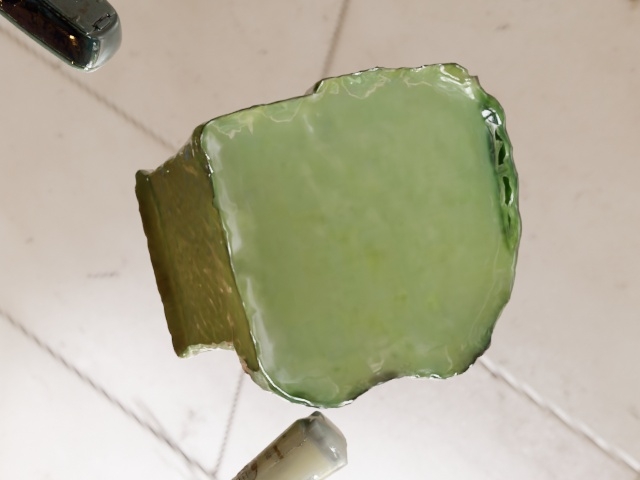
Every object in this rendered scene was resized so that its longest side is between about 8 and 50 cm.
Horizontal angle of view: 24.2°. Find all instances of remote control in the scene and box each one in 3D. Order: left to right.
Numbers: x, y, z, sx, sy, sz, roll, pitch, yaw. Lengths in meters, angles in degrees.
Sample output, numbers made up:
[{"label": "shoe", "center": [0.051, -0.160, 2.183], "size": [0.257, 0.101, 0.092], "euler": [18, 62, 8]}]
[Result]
[{"label": "remote control", "center": [-0.240, -0.215, 1.128], "size": [0.222, 0.072, 0.042], "euler": [42, 137, -3]}]

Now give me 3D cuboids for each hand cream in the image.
[{"label": "hand cream", "center": [-0.047, 0.154, 0.896], "size": [0.039, 0.143, 0.061], "euler": [53, -176, -10]}]

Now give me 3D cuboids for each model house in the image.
[{"label": "model house", "center": [0.000, 0.000, 0.968], "size": [0.189, 0.214, 0.195], "euler": [-8, 99, 62]}]
